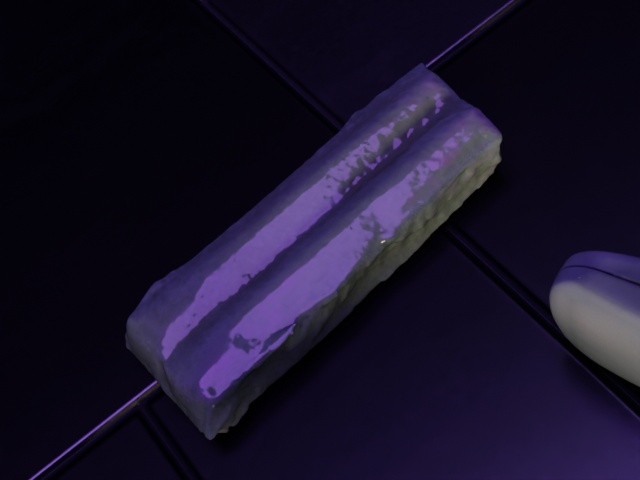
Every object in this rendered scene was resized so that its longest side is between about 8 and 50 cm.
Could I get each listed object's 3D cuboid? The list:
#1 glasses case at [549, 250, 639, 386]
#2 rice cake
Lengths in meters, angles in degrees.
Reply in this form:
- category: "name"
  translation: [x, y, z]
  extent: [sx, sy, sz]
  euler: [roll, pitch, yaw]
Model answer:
- category: "glasses case"
  translation: [0.181, 0.052, 0.523]
  extent: [0.178, 0.067, 0.045]
  euler: [22, 65, 32]
- category: "rice cake"
  translation: [0.000, 0.000, 0.646]
  extent: [0.226, 0.040, 0.085]
  euler: [-42, 52, -11]
